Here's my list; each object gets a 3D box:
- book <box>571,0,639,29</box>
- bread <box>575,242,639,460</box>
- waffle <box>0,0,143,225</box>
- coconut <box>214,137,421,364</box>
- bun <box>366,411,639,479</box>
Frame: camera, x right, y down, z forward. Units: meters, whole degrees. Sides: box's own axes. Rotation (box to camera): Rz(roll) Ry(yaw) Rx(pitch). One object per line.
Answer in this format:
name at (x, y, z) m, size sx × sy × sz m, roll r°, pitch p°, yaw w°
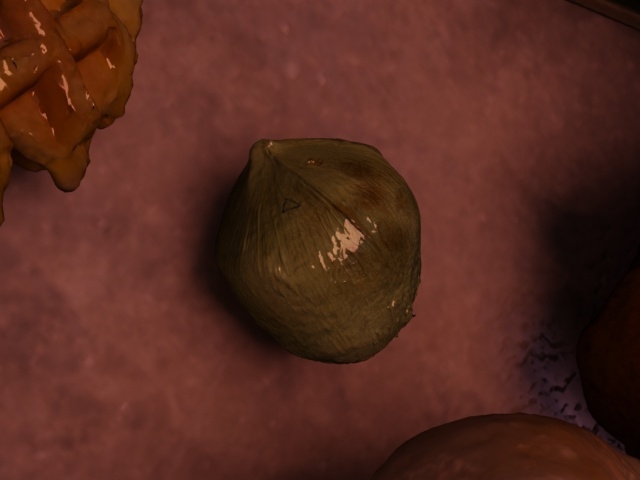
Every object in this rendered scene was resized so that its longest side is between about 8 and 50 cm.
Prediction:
book at (0.199, -0.263, 0.756) m, size 0.228 × 0.018 × 0.322 m, roll 14°, pitch 76°, yaw -32°
bread at (0.227, 0.030, 0.631) m, size 0.247 × 0.135 × 0.232 m, roll -50°, pitch 127°, yaw 4°
waffle at (-0.151, -0.141, 0.444) m, size 0.262 × 0.060 × 0.281 m, roll 34°, pitch 55°, yaw -49°
coconut at (0.000, 0.000, 0.548) m, size 0.088 × 0.088 × 0.096 m, roll -47°, pitch 117°, yaw -29°
bun at (0.104, 0.240, 0.479) m, size 0.365 × 0.219 × 0.365 m, roll 46°, pitch 19°, yaw -21°
